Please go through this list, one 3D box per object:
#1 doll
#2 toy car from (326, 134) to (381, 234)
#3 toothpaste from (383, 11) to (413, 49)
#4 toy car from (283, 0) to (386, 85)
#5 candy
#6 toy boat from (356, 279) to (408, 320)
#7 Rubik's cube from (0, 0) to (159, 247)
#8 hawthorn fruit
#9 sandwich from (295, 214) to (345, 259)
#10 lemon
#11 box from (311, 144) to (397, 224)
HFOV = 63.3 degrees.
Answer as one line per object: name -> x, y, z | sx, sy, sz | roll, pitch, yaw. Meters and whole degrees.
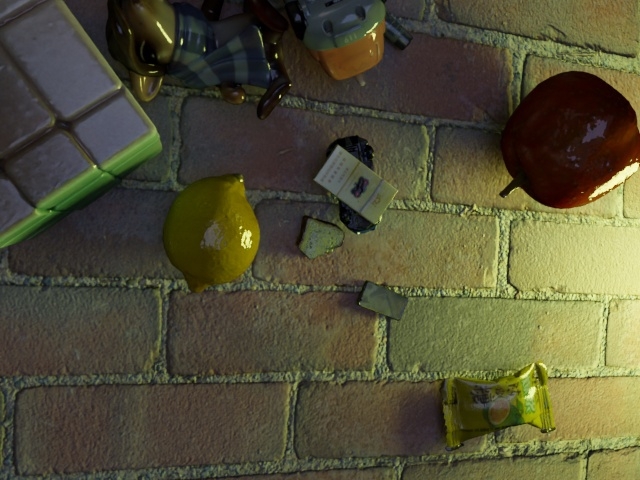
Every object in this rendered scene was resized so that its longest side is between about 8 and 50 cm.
doll -> -0.223, -0.392, 0.968 | 0.339, 0.209, 0.318 | -1, 91, -13
toy car -> 0.075, -0.121, 1.141 | 0.103, 0.063, 0.216 | -15, 103, -12
toothpaste -> 0.103, -0.508, 1.136 | 0.239, 0.039, 0.062 | 37, 80, -12
toy car -> 0.031, -0.444, 1.022 | 0.180, 0.212, 0.271 | -21, 59, 6
candy -> 0.433, 0.400, 1.260 | 0.297, 0.081, 0.187 | -8, 94, -14
toy boat -> 0.144, 0.139, 1.200 | 0.115, 0.016, 0.063 | 24, 87, -16
Rubik's cube -> -0.484, -0.202, 0.853 | 0.316, 0.322, 0.319 | -37, 103, -9
hawthorn fruit -> 0.528, -0.199, 1.158 | 0.330, 0.287, 0.287 | -39, 102, -2
sandwich -> 0.000, 0.000, 1.142 | 0.104, 0.035, 0.093 | 13, 89, -17
lemon -> -0.209, -0.017, 1.010 | 0.186, 0.187, 0.244 | 16, 87, -15
box -> 0.074, -0.116, 1.095 | 0.167, 0.024, 0.090 | 35, 89, -16
